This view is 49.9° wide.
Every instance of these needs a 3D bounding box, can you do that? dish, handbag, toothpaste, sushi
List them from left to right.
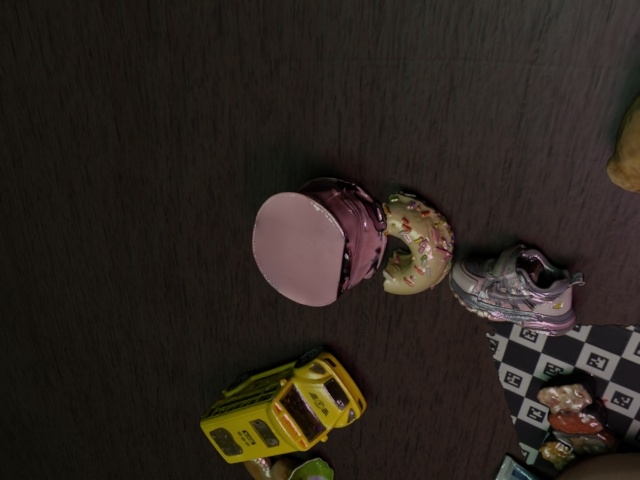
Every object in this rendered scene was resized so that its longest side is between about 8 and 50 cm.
[{"bbox_3d":[-0.014,0.499,1.442,0.137,0.091,0.039,56,178,-31],"label":"dish"},{"bbox_3d":[0.000,-0.001,1.056,0.179,0.116,0.204,23,129,20],"label":"handbag"},{"bbox_3d":[0.413,0.441,1.112,0.269,0.047,0.069,25,147,23],"label":"toothpaste"},{"bbox_3d":[0.383,0.253,1.003,0.264,0.050,0.289,-2,117,36],"label":"sushi"}]

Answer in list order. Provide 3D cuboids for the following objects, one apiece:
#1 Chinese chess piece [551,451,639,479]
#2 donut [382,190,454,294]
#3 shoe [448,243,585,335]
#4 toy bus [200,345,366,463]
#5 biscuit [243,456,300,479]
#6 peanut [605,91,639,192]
[{"bbox_3d":[0.462,0.460,0.970,0.339,0.140,0.337,7,114,16],"label":"Chinese chess piece"},{"bbox_3d":[0.138,0.017,1.006,0.108,0.065,0.165,19,128,23],"label":"donut"},{"bbox_3d":[0.264,0.057,0.929,0.180,0.089,0.092,21,130,19],"label":"shoe"},{"bbox_3d":[-0.077,0.321,1.298,0.330,0.152,0.144,-27,100,43],"label":"toy bus"},{"bbox_3d":[-0.099,0.554,1.538,0.165,0.047,0.207,9,122,27],"label":"biscuit"},{"bbox_3d":[0.405,-0.123,0.691,0.253,0.122,0.137,-20,116,44],"label":"peanut"}]
